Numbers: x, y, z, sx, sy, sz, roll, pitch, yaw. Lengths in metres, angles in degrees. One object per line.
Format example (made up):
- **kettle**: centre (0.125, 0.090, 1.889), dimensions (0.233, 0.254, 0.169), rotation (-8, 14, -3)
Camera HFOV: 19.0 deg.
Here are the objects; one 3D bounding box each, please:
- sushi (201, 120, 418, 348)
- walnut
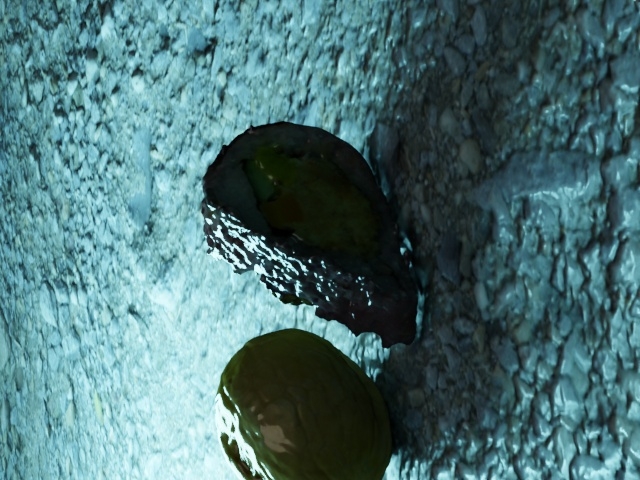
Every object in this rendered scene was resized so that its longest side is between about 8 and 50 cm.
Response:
- **sushi**: centre (0.006, -0.015, 1.779), dimensions (0.161, 0.241, 0.107), rotation (-59, -11, -36)
- **walnut**: centre (-0.016, 0.175, 1.808), dimensions (0.206, 0.159, 0.159), rotation (54, 140, 38)
